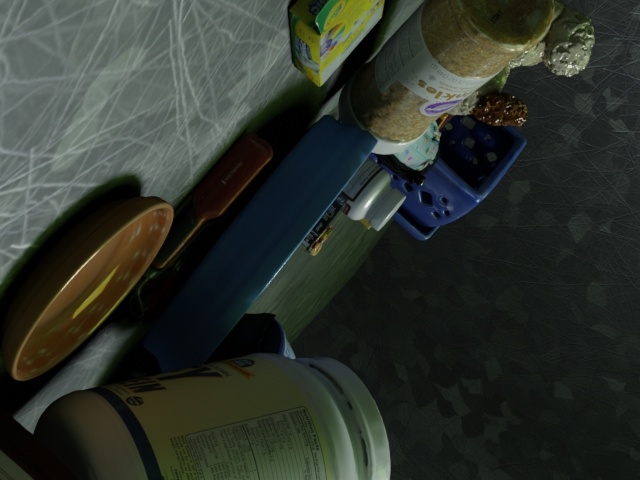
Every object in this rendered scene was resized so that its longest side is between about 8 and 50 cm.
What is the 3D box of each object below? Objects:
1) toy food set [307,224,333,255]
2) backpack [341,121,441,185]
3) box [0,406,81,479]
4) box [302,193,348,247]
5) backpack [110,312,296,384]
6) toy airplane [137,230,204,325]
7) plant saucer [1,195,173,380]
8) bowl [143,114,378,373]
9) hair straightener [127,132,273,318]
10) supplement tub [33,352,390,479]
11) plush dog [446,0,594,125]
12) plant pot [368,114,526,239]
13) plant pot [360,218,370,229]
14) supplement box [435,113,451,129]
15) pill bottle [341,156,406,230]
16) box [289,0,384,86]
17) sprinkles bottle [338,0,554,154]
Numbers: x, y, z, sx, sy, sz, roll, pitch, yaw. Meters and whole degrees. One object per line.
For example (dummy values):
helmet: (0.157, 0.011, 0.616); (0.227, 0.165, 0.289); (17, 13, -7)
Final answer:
toy food set: (0.000, 0.000, 2.288); (0.083, 0.020, 0.082); (-50, 174, 2)
backpack: (0.107, -0.173, 1.542); (0.115, 0.152, 0.182); (-56, 161, 3)
box: (-0.381, 0.341, 0.987); (0.191, 0.143, 0.381); (-45, 173, -47)
box: (0.003, -0.028, 1.411); (0.067, 0.018, 0.083); (-52, -178, -19)
backpack: (-0.139, 0.235, 1.478); (0.263, 0.276, 0.213); (-69, 148, -44)
toy airplane: (-0.178, 0.044, 1.194); (0.151, 0.028, 0.151); (-51, 175, -6)
plant saucer: (-0.207, 0.035, 0.888); (0.200, 0.037, 0.200); (-50, 175, -6)
bowl: (-0.078, 0.006, 1.262); (0.391, 0.077, 0.391); (-52, -178, 3)
hair straightener: (-0.130, -0.010, 1.100); (0.230, 0.047, 0.089); (-55, 176, -11)
supplement tub: (-0.112, 0.247, 1.073); (0.325, 0.235, 0.235); (-8, 146, -37)
plush dog: (0.246, -0.295, 1.560); (0.210, 0.262, 0.225); (13, 111, -46)
plant pot: (0.205, -0.153, 1.916); (0.236, 0.236, 0.212); (-46, 178, -42)
plant pot: (0.107, -0.091, 2.226); (0.081, 0.083, 0.081); (-54, 173, 35)
supplement box: (0.204, -0.264, 1.788); (0.188, 0.104, 0.081); (-45, 173, -41)
pill bottle: (0.043, -0.085, 1.450); (0.086, 0.152, 0.086); (-50, 174, -7)
box: (0.018, -0.220, 0.975); (0.105, 0.043, 0.179); (-50, 176, -7)
sprinkles bottle: (0.134, -0.211, 1.207); (0.121, 0.121, 0.355); (-48, -175, -23)
